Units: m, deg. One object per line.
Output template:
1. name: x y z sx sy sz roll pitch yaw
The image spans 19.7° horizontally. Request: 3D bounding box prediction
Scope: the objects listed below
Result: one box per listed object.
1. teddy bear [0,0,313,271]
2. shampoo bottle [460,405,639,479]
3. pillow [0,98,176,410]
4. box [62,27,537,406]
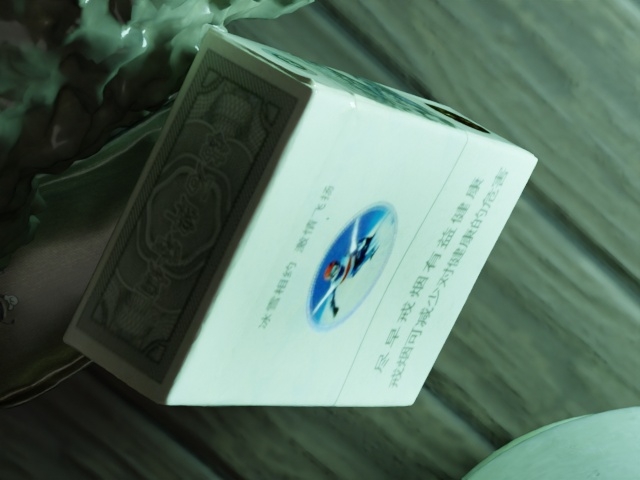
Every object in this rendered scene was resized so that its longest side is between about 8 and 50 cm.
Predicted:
1. teddy bear: -0.194 -0.188 0.886 0.357 0.224 0.367 -42 89 7
2. shampoo bottle: 0.185 0.253 0.976 0.323 0.317 0.322 -1 102 -4
3. pillow: -0.120 0.004 1.025 0.218 0.033 0.130 -21 102 -1
4. box: 0.000 0.000 0.935 0.069 0.256 0.164 31 100 28
